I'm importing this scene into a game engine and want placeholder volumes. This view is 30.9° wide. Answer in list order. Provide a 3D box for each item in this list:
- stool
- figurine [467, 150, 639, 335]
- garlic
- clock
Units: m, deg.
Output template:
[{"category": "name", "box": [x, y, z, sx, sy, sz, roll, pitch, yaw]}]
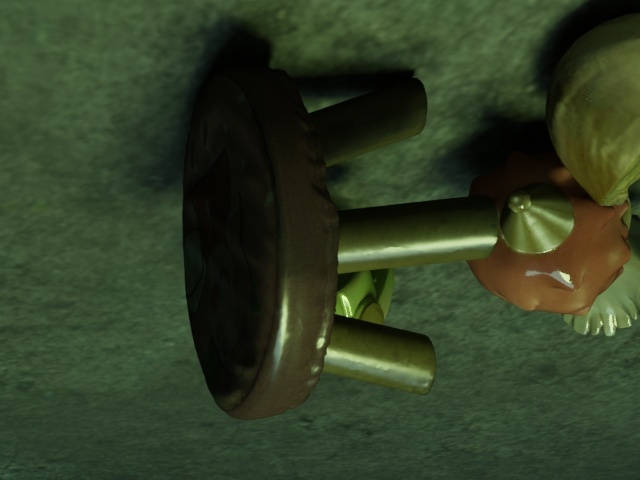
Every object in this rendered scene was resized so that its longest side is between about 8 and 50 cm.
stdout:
[{"category": "stool", "box": [0.000, 0.000, 0.907, 0.178, 0.272, 0.272, -2, 156, -20]}, {"category": "figurine", "box": [0.221, -0.011, 1.064, 0.207, 0.166, 0.387, 24, 180, 33]}, {"category": "garlic", "box": [0.230, -0.115, 0.888, 0.087, 0.101, 0.195, -30, 158, -25]}, {"category": "clock", "box": [-0.021, 0.064, 1.095, 0.170, 0.232, 0.069, -9, 117, 11]}]
